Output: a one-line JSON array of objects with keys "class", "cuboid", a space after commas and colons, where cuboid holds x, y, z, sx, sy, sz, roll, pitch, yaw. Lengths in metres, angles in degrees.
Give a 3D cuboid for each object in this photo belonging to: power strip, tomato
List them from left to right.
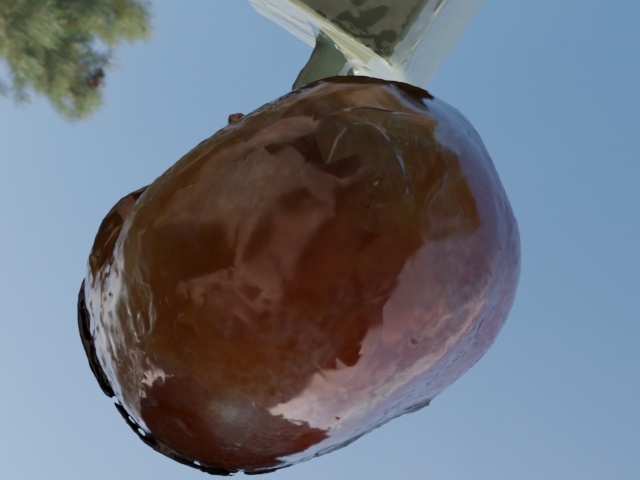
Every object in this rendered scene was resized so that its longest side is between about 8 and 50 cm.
[{"class": "tomato", "cuboid": [0.000, 0.000, 0.469, 0.214, 0.155, 0.181, -31, -104, -29]}, {"class": "power strip", "cuboid": [0.027, -0.172, 0.637, 0.140, 0.139, 0.224, 35, -88, 8]}]
